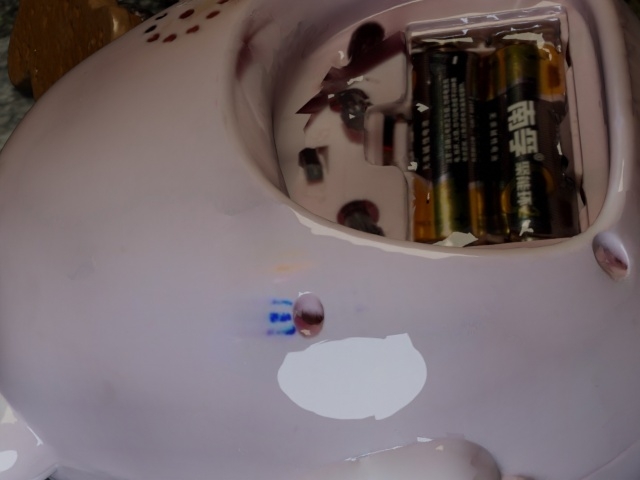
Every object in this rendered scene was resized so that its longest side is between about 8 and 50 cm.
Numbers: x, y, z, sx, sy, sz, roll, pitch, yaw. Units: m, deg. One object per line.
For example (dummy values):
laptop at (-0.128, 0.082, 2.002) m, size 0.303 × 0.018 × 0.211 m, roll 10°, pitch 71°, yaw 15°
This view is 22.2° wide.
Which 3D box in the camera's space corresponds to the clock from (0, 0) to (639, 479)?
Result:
clock at (0.000, 0.000, 0.849) m, size 0.377 × 0.250 × 0.368 m, roll -5°, pitch 50°, yaw 8°

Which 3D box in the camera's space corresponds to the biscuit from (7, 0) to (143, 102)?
biscuit at (-0.168, -0.156, 1.090) m, size 0.036 × 0.165 × 0.250 m, roll 4°, pitch 43°, yaw -30°

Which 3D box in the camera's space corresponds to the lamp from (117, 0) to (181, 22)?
lamp at (-0.054, -0.162, 1.088) m, size 0.253 × 0.118 × 0.118 m, roll 11°, pitch 54°, yaw 19°

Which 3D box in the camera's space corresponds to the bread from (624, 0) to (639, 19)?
bread at (0.230, -0.164, 1.023) m, size 0.230 × 0.123 × 0.230 m, roll -4°, pitch 51°, yaw 5°
